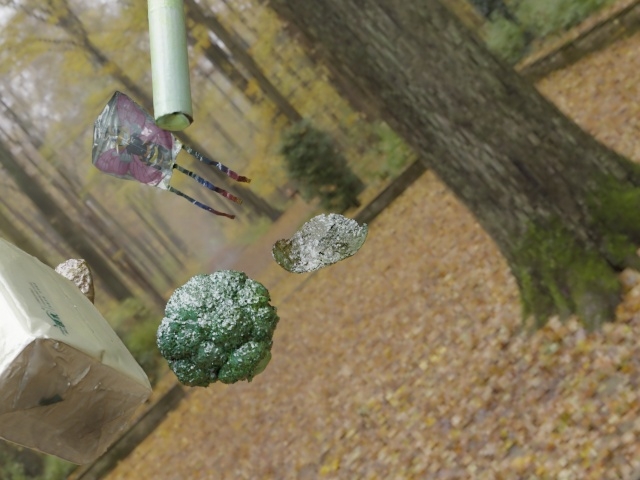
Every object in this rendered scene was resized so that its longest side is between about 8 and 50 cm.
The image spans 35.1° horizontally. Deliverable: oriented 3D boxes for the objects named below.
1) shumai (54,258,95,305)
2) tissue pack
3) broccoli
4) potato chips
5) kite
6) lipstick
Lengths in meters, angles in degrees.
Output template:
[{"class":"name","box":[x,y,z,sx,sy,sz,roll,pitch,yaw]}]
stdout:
[{"class":"shumai","box":[-0.649,0.145,2.491,0.161,0.153,0.209,-4,79,60]},{"class":"tissue pack","box":[-0.505,0.177,1.742,0.207,0.380,0.297,-50,-41,1]},{"class":"broccoli","box":[-0.194,0.194,2.048,0.270,0.270,0.270,-17,52,23]},{"class":"potato chips","box":[0.000,0.000,2.068,0.209,0.142,0.026,-5,-38,-10]},{"class":"kite","box":[-0.327,-0.170,2.174,0.022,0.360,0.204,-65,0,-57]},{"class":"lipstick","box":[-0.290,-0.358,1.943,0.076,0.304,0.076,-6,-17,-2]}]
